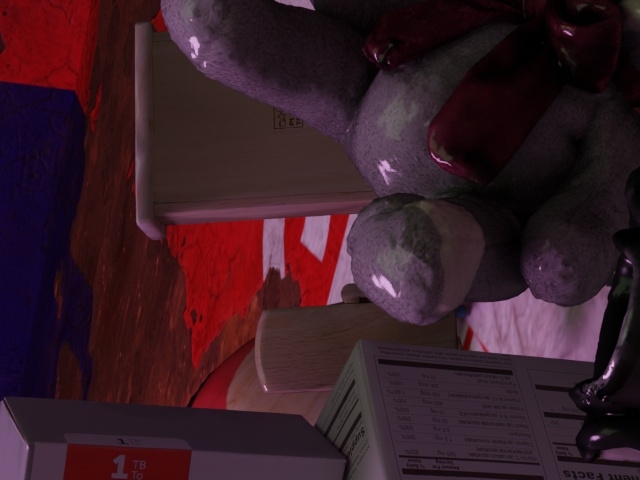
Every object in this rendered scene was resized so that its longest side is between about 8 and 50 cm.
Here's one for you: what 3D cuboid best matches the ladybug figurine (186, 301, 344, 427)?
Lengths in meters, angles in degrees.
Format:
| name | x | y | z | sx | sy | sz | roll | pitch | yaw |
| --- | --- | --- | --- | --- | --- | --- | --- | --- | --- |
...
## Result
| name | x | y | z | sx | sy | sz | roll | pitch | yaw |
| --- | --- | --- | --- | --- | --- | --- | --- | --- | --- |
| ladybug figurine | -0.039 | 0.223 | 1.423 | 0.449 | 0.162 | 0.305 | 119 | 149 | -49 |

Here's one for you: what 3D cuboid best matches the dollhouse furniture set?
| name | x | y | z | sx | sy | sz | roll | pitch | yaw |
| --- | --- | --- | --- | --- | --- | --- | --- | --- | --- |
| dollhouse furniture set | 0.000 | 0.000 | 1.208 | 0.303 | 0.198 | 0.286 | 62 | -154 | -74 |

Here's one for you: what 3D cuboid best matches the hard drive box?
| name | x | y | z | sx | sy | sz | roll | pitch | yaw |
| --- | --- | --- | --- | --- | --- | --- | --- | --- | --- |
| hard drive box | -0.099 | 0.214 | 0.958 | 0.089 | 0.181 | 0.232 | -148 | 64 | -68 |

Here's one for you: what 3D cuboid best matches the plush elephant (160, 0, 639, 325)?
| name | x | y | z | sx | sy | sz | roll | pitch | yaw |
| --- | --- | --- | --- | --- | --- | --- | --- | --- | --- |
| plush elephant | 0.135 | -0.107 | 0.927 | 0.255 | 0.330 | 0.272 | -52 | 48 | 21 |

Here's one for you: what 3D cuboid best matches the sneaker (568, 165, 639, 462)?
| name | x | y | z | sx | sy | sz | roll | pitch | yaw |
| --- | --- | --- | --- | --- | --- | --- | --- | --- | --- |
| sneaker | 0.232 | 0.085 | 0.562 | 0.447 | 0.257 | 0.169 | -146 | 64 | -68 |

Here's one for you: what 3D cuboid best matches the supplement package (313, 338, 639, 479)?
| name | x | y | z | sx | sy | sz | roll | pitch | yaw |
| --- | --- | --- | --- | --- | --- | --- | --- | --- | --- |
| supplement package | 0.085 | 0.204 | 1.020 | 0.262 | 0.204 | 0.145 | 115 | 154 | -43 |
